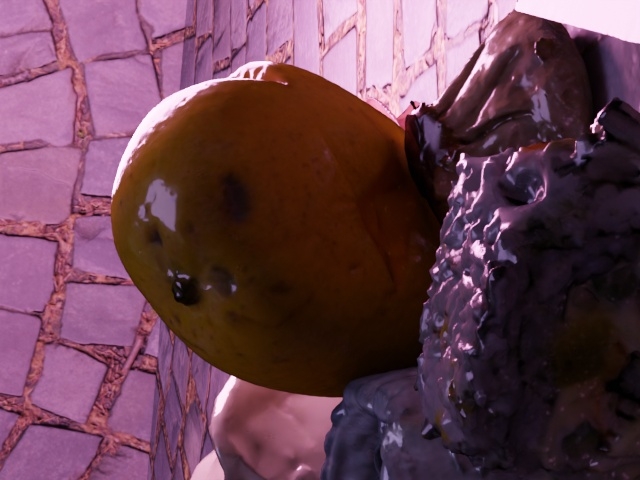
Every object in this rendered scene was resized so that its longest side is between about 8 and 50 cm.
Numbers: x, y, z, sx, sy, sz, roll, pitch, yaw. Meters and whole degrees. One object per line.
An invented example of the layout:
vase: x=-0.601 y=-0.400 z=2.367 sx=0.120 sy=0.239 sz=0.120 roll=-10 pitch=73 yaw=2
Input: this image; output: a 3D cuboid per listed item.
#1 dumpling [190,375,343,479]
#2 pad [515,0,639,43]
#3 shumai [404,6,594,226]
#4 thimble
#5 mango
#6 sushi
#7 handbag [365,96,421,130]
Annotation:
dumpling: x=0.019 y=0.229 z=1.606 sx=0.315 sy=0.233 sz=0.395 roll=-61 pitch=-40 yaw=-41
pad: x=0.202 y=-0.225 z=1.236 sx=0.245 sy=0.006 sz=0.170 roll=-139 pitch=66 yaw=-72
shumai: x=0.125 y=-0.079 z=1.379 sx=0.201 sy=0.120 sz=0.201 roll=179 pitch=90 yaw=-77
thimble: x=0.104 y=0.193 z=1.341 sx=0.250 sy=0.172 sz=0.204 roll=105 pitch=157 yaw=-51
mango: x=0.000 y=0.000 z=1.426 sx=0.182 sy=0.365 sz=0.252 roll=-18 pitch=65 yaw=39
sushi: x=0.158 y=0.034 z=1.088 sx=0.139 sy=0.184 sz=0.274 roll=-126 pitch=41 yaw=-66
handbag: x=0.079 y=-0.038 z=1.682 sx=0.212 sy=0.059 sz=0.157 roll=-122 pitch=38 yaw=-69
